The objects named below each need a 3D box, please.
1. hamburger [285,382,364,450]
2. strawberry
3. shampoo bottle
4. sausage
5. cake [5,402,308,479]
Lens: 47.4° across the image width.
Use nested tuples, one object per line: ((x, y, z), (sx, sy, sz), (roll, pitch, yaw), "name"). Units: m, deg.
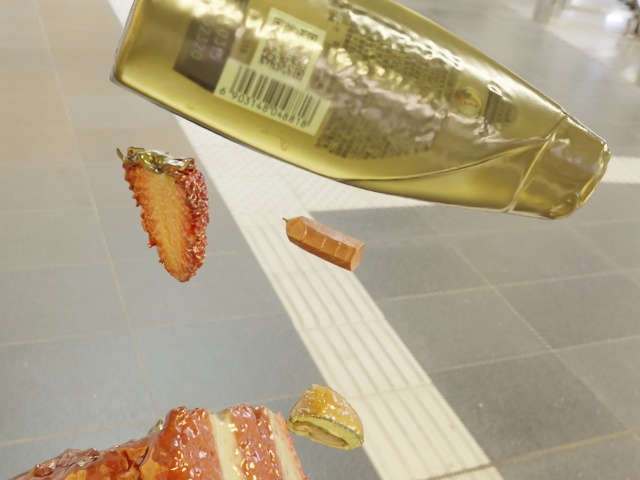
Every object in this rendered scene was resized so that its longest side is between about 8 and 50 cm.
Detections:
((0.015, 0.314, 1.347), (0.176, 0.087, 0.102), (28, 53, -29), "hamburger")
((-0.230, -0.052, 1.139), (0.167, 0.208, 0.087), (23, 39, 31), "strawberry")
((0.042, -0.096, 0.503), (0.349, 0.126, 0.084), (17, 7, -20), "shampoo bottle")
((0.000, 0.001, 1.418), (0.169, 0.065, 0.065), (25, 33, 21), "sausage")
((-0.171, 0.352, 0.844), (0.319, 0.269, 0.270), (24, 47, -65), "cake")
